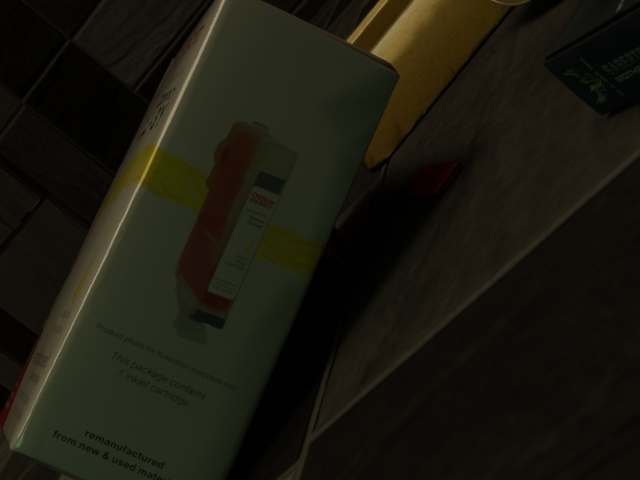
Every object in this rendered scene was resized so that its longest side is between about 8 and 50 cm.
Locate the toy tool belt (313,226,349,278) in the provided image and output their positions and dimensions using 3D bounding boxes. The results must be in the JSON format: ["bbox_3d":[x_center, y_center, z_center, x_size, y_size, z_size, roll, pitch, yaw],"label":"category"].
[{"bbox_3d":[0.000,0.000,1.090,0.051,0.052,0.083,-63,15,-17],"label":"toy tool belt"}]

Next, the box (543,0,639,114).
[{"bbox_3d":[0.250,-0.198,0.723,0.233,0.059,0.183,-55,11,-22],"label":"box"}]

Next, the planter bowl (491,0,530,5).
[{"bbox_3d":[0.194,-0.307,1.094,0.109,0.162,0.162,-27,0,-27],"label":"planter bowl"}]

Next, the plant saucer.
[{"bbox_3d":[0.110,-0.243,1.355,0.333,0.081,0.333,-51,11,2],"label":"plant saucer"}]

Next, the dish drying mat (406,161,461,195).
[{"bbox_3d":[0.093,-0.050,0.997,0.032,0.008,0.083,-53,13,-7],"label":"dish drying mat"}]

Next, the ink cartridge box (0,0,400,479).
[{"bbox_3d":[-0.113,0.015,1.016,0.385,0.160,0.279,-66,13,-10],"label":"ink cartridge box"}]
